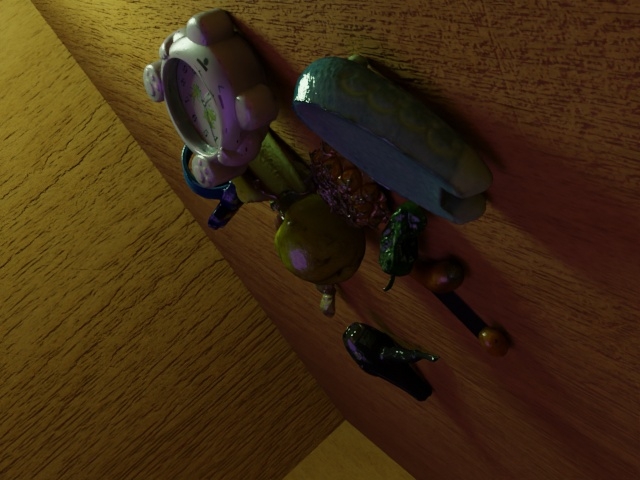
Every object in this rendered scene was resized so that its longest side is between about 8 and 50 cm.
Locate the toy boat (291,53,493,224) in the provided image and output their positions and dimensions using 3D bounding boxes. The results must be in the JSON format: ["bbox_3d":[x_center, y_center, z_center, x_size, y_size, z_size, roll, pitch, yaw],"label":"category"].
[{"bbox_3d":[0.114,-0.161,1.352,0.330,0.123,0.215,33,172,16],"label":"toy boat"}]

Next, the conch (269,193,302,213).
[{"bbox_3d":[-0.081,-0.111,2.180,0.089,0.074,0.121,29,123,16],"label":"conch"}]

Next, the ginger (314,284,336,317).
[{"bbox_3d":[-0.004,0.112,2.594,0.149,0.065,0.258,47,163,35],"label":"ginger"}]

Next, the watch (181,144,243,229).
[{"bbox_3d":[-0.257,-0.172,2.344,0.200,0.196,0.171,41,158,2],"label":"watch"}]

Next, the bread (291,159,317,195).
[{"bbox_3d":[-0.039,-0.134,2.060,0.070,0.035,0.083,39,157,38],"label":"bread"}]

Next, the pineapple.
[{"bbox_3d":[0.045,-0.101,1.766,0.225,0.076,0.225,47,164,19],"label":"pineapple"}]

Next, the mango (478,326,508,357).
[{"bbox_3d":[0.328,0.192,1.760,0.060,0.046,0.089,45,180,27],"label":"mango"}]

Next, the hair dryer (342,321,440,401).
[{"bbox_3d":[0.231,0.325,2.418,0.304,0.120,0.359,43,160,-14],"label":"hair dryer"}]

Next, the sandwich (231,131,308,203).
[{"bbox_3d":[-0.130,-0.150,2.027,0.235,0.122,0.128,54,157,27],"label":"sandwich"}]

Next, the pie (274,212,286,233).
[{"bbox_3d":[-0.080,-0.006,2.489,0.153,0.038,0.153,49,152,38],"label":"pie"}]

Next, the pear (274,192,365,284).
[{"bbox_3d":[0.000,0.000,1.973,0.200,0.200,0.200,46,167,14],"label":"pear"}]

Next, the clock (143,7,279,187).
[{"bbox_3d":[-0.213,-0.282,1.847,0.295,0.113,0.322,60,151,4],"label":"clock"}]

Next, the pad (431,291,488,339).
[{"bbox_3d":[0.275,0.136,1.859,0.157,0.003,0.112,46,167,13],"label":"pad"}]

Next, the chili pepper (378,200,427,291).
[{"bbox_3d":[0.147,0.001,1.707,0.257,0.074,0.100,88,172,-64],"label":"chili pepper"}]

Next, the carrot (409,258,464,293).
[{"bbox_3d":[0.208,0.065,1.765,0.066,0.062,0.271,17,177,-11],"label":"carrot"}]
